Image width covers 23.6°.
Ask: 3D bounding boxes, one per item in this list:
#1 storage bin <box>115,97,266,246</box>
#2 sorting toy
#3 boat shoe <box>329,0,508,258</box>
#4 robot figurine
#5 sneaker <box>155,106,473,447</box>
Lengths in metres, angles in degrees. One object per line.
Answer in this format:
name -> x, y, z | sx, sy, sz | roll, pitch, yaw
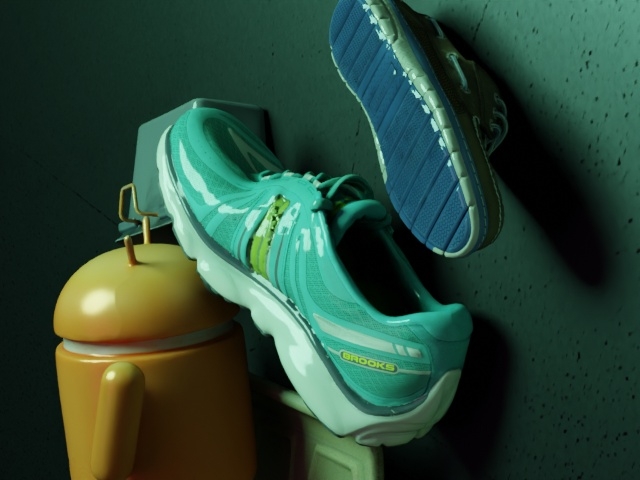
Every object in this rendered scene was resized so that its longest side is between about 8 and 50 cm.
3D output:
storage bin -> -0.093, -0.047, 1.092 | 0.135, 0.098, 0.091 | -16, 72, 59
sorting toy -> -0.020, 0.203, 1.063 | 0.307, 0.041, 0.229 | -169, 71, -65
boat shoe -> 0.067, -0.069, 0.830 | 0.066, 0.066, 0.183 | -58, 42, 44
robot figurine -> -0.109, 0.098, 1.010 | 0.128, 0.158, 0.219 | 3, 102, 46
sneaker -> 0.000, 0.000, 0.942 | 0.275, 0.107, 0.110 | 47, 129, 31
